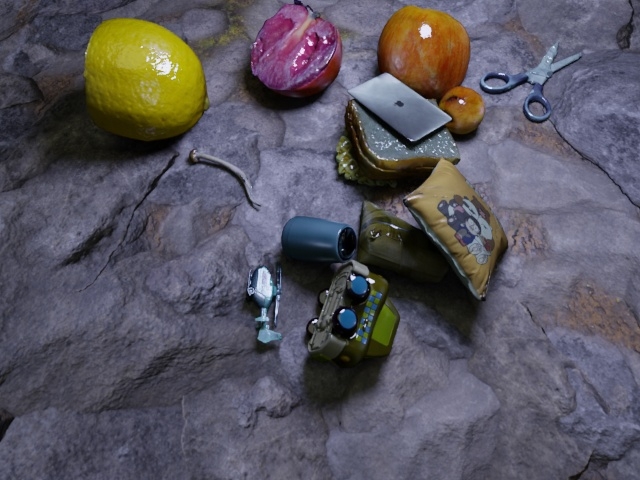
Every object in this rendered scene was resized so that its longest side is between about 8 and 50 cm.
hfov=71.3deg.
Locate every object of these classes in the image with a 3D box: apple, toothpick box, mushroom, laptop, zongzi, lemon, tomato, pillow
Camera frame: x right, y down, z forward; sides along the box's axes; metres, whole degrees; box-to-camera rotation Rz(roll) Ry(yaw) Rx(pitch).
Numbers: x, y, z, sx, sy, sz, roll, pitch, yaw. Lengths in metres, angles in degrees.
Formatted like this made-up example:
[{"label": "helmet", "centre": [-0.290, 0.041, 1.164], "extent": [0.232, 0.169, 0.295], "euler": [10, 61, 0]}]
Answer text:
[{"label": "apple", "centre": [0.328, -0.604, 1.419], "extent": [0.301, 0.301, 0.302], "euler": [-1, 62, 1]}, {"label": "toothpick box", "centre": [0.000, 0.000, 1.158], "extent": [0.184, 0.120, 0.120], "euler": [6, 59, 37]}, {"label": "apple", "centre": [0.430, -0.403, 1.379], "extent": [0.146, 0.146, 0.146], "euler": [-1, 62, 1]}, {"label": "mushroom", "centre": [-0.277, -0.200, 1.355], "extent": [0.306, 0.043, 0.068], "euler": [33, 85, 16]}, {"label": "laptop", "centre": [0.229, -0.394, 1.306], "extent": [0.187, 0.015, 0.269], "euler": [-33, 66, -30]}, {"label": "zongzi", "centre": [0.223, -0.009, 1.212], "extent": [0.250, 0.125, 0.274], "euler": [20, 30, -6]}, {"label": "lemon", "centre": [-0.503, -0.468, 1.344], "extent": [0.364, 0.364, 0.364], "euler": [-1, 62, 1]}, {"label": "tomato", "centre": [-0.076, -0.600, 1.487], "extent": [0.290, 0.176, 0.335], "euler": [-48, 65, 1]}, {"label": "pillow", "centre": [0.353, -0.044, 1.121], "extent": [0.310, 0.119, 0.312], "euler": [50, 40, 0]}]

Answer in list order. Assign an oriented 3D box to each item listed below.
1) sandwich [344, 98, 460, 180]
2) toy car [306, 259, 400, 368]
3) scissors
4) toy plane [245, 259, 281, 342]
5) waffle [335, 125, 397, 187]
[{"label": "sandwich", "centre": [0.237, -0.301, 1.310], "extent": [0.301, 0.099, 0.271], "euler": [-5, 55, -17]}, {"label": "toy car", "centre": [0.096, 0.192, 1.076], "extent": [0.198, 0.204, 0.248], "euler": [26, 65, -12]}, {"label": "scissors", "centre": [0.751, -0.564, 1.521], "extent": [0.383, 0.029, 0.256], "euler": [-38, 68, -18]}, {"label": "toy plane", "centre": [-0.146, 0.152, 1.157], "extent": [0.096, 0.060, 0.235], "euler": [6, 58, -10]}, {"label": "waffle", "centre": [0.151, -0.257, 1.360], "extent": [0.214, 0.054, 0.208], "euler": [12, 60, 0]}]
